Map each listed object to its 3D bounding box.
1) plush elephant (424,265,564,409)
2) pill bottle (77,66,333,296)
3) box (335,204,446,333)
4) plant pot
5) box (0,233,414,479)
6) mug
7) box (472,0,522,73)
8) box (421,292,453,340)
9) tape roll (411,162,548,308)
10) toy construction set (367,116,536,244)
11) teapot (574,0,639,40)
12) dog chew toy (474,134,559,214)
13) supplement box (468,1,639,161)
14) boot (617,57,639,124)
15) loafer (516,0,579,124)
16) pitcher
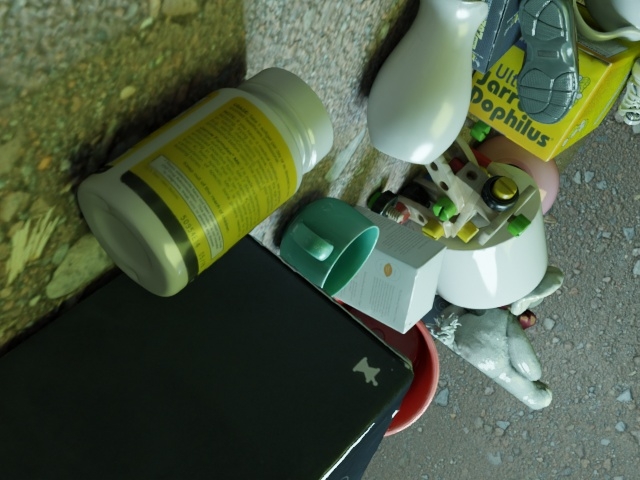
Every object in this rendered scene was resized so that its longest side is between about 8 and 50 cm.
[{"bbox_3d":[0.377,0.147,1.539,0.255,0.272,0.330,-54,134,-2],"label":"plush elephant"},{"bbox_3d":[-0.092,-0.058,0.639,0.208,0.119,0.119,-42,159,-28],"label":"pill bottle"},{"bbox_3d":[0.095,0.043,1.167,0.091,0.171,0.130,-33,141,-45],"label":"box"},{"bbox_3d":[0.096,0.214,1.427,0.274,0.275,0.243,-56,173,10],"label":"plant pot"},{"bbox_3d":[-0.194,0.309,0.794,0.480,0.297,0.471,-39,159,-34],"label":"box"},{"bbox_3d":[0.006,-0.003,1.018,0.129,0.097,0.157,-43,159,-26],"label":"mug"},{"bbox_3d":[0.307,-0.386,1.098,0.233,0.059,0.183,-45,161,-21],"label":"box"},{"bbox_3d":[0.285,0.085,1.758,0.143,0.165,0.270,-27,148,-53],"label":"box"},{"bbox_3d":[0.311,-0.012,1.430,0.246,0.246,0.169,-45,135,-23],"label":"tape roll"},{"bbox_3d":[0.265,-0.082,1.278,0.309,0.237,0.257,-34,154,-45],"label":"toy construction set"},{"bbox_3d":[0.526,-0.474,1.239,0.252,0.187,0.256,-53,-167,31],"label":"teapot"},{"bbox_3d":[0.439,-0.142,1.678,0.206,0.207,0.332,-58,169,18],"label":"dog chew toy"},{"bbox_3d":[0.443,-0.309,1.360,0.357,0.194,0.195,-28,150,-51],"label":"supplement box"},{"bbox_3d":[0.611,-0.269,1.368,0.258,0.095,0.123,-27,142,-56],"label":"boot"},{"bbox_3d":[0.353,-0.288,1.105,0.084,0.096,0.267,-59,152,-23],"label":"loafer"},{"bbox_3d":[0.141,-0.214,0.946,0.178,0.126,0.207,-49,158,-68],"label":"pitcher"}]
